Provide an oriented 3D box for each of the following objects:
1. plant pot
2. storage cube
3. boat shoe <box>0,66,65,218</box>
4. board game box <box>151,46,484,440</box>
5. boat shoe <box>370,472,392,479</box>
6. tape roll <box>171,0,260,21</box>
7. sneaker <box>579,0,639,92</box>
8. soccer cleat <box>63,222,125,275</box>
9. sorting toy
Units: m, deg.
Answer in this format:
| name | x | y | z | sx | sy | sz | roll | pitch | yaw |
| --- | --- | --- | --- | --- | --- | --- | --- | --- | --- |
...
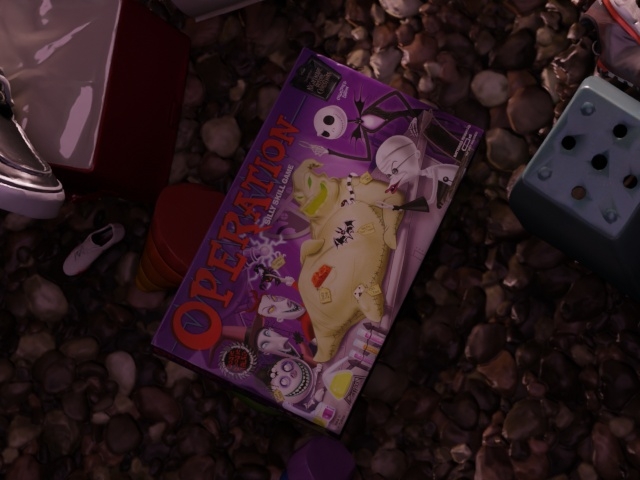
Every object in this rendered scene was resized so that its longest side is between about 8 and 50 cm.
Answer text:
| name | x | y | z | sx | sy | sz | roll | pitch | yaw |
| --- | --- | --- | --- | --- | --- | --- | --- | --- | --- |
| plant pot | 0.279 | -0.056 | 1.692 | 0.165 | 0.234 | 0.166 | 35 | 93 | 17 |
| storage cube | -0.264 | -0.153 | 1.887 | 0.183 | 0.193 | 0.215 | 9 | 85 | 17 |
| boat shoe | -0.355 | -0.134 | 1.753 | 0.306 | 0.113 | 0.105 | 38 | 109 | 27 |
| board game box | 0.000 | 0.000 | 1.797 | 0.208 | 0.056 | 0.347 | 24 | 75 | 8 |
| boat shoe | 0.123 | 0.276 | 1.784 | 0.183 | 0.066 | 0.066 | 14 | 86 | 18 |
| tape roll | -0.087 | -0.366 | 1.835 | 0.169 | 0.246 | 0.246 | -17 | 79 | 14 |
| sneaker | 0.312 | -0.175 | 1.797 | 0.065 | 0.061 | 0.158 | -37 | 67 | 25 |
| soccer cleat | -0.247 | 0.008 | 1.943 | 0.083 | 0.035 | 0.029 | -35 | 75 | 9 |
| sorting toy | -0.096 | 0.124 | 1.868 | 0.126 | 0.127 | 0.366 | -38 | 75 | 39 |
